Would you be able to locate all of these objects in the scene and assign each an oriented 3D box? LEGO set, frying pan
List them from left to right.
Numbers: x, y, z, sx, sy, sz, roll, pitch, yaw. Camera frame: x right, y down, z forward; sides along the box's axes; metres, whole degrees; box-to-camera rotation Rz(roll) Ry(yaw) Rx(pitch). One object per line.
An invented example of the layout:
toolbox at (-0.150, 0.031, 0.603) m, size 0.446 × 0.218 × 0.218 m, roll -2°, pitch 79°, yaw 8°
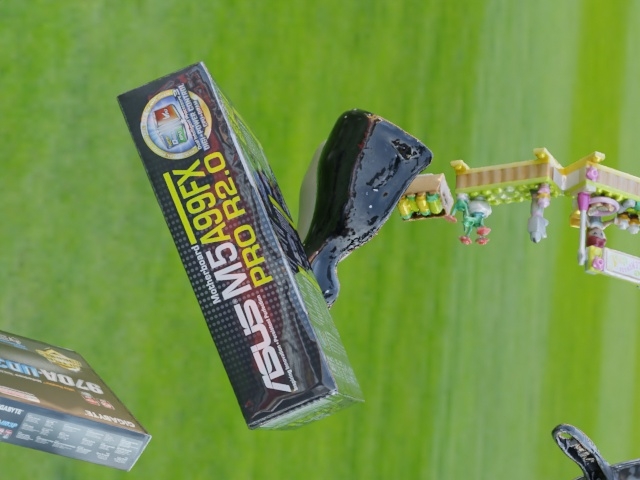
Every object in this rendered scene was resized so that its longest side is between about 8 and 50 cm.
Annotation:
LEGO set at (0.209, -0.009, 1.591) m, size 0.132 × 0.287 × 0.107 m, roll 108°, pitch -12°, yaw -67°
frying pan at (0.340, 0.260, 1.901) m, size 0.326 × 0.197 × 0.053 m, roll 85°, pitch -7°, yaw -64°

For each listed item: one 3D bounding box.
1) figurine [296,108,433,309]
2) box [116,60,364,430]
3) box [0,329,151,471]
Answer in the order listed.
figurine at (0.000, 0.000, 1.630) m, size 0.209 × 0.092 × 0.215 m, roll -60°, pitch -177°, yaw -11°
box at (-0.044, 0.016, 1.149) m, size 0.270 × 0.060 × 0.216 m, roll 51°, pitch 16°, yaw -83°
box at (-0.308, 0.157, 1.832) m, size 0.220 × 0.175 × 0.051 m, roll 22°, pitch 103°, yaw -44°
